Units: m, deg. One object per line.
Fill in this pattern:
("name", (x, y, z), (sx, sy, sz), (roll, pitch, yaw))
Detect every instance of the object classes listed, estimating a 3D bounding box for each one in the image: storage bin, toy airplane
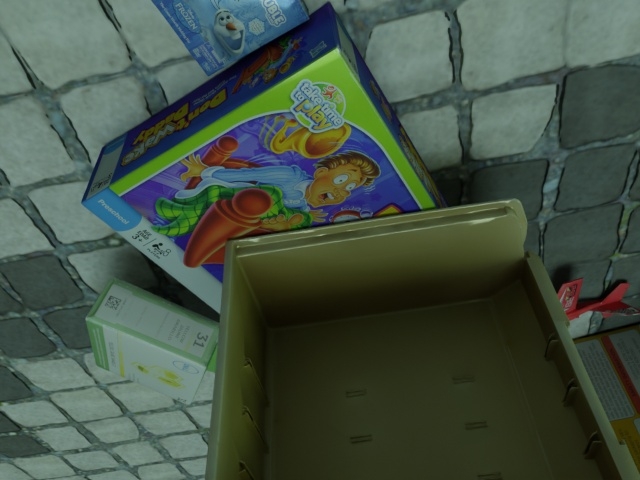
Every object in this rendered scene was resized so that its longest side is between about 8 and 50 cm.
("storage bin", (0.066, 0.115, 0.385), (0.260, 0.262, 0.123), (-9, 135, 5))
("toy airplane", (0.310, 0.084, 0.648), (0.151, 0.028, 0.151), (-3, 136, -2))

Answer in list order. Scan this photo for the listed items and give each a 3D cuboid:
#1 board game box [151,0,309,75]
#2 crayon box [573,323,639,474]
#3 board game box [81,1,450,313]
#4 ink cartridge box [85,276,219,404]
("board game box", (-0.068, -0.174, 0.372), (0.090, 0.020, 0.090), (-24, 131, 16))
("crayon box", (0.342, 0.231, 0.673), (0.322, 0.203, 0.083), (-17, 134, 13))
("board game box", (0.000, 0.000, 0.507), (0.233, 0.078, 0.347), (-26, 131, 20))
("ink cartridge box", (-0.124, 0.136, 0.578), (0.235, 0.056, 0.171), (25, 147, -5))
